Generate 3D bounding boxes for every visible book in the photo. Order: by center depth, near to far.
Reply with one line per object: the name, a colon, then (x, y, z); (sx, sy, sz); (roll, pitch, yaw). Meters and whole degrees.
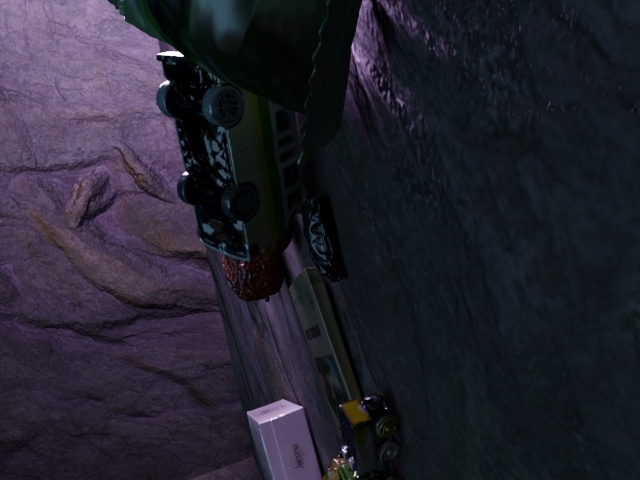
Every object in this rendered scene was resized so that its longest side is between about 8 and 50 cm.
book: (0.013, 0.194, 0.925); (0.215, 0.025, 0.283); (127, 125, -71)

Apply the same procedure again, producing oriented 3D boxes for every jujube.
jujube: (-0.138, 0.032, 1.125); (0.109, 0.112, 0.176); (-21, 80, 41)

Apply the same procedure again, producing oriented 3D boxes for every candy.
candy: (-0.121, -0.272, 0.535); (0.397, 0.172, 0.263); (30, 142, 15)

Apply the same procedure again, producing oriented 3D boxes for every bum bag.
bum bag: (0.001, -0.001, 0.768); (0.058, 0.034, 0.125); (4, 109, 63)

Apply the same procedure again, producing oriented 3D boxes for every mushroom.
mushroom: (-0.096, -0.031, 0.972); (0.127, 0.087, 0.127); (169, 90, -71)

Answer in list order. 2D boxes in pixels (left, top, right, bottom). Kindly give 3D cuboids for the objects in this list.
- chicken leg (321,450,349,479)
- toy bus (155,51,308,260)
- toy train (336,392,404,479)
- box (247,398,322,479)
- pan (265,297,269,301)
chicken leg: (0.054, 0.443, 0.922); (0.103, 0.088, 0.228); (25, 135, 57)
toy bus: (-0.110, -0.129, 0.787); (0.133, 0.164, 0.276); (19, 127, 40)
toy train: (0.062, 0.291, 0.740); (0.060, 0.081, 0.202); (-135, 34, -61)
box: (-0.091, 0.515, 1.390); (0.274, 0.116, 0.203); (137, 116, -72)
pan: (-0.135, 0.021, 1.257); (0.136, 0.028, 0.235); (132, 125, -72)
